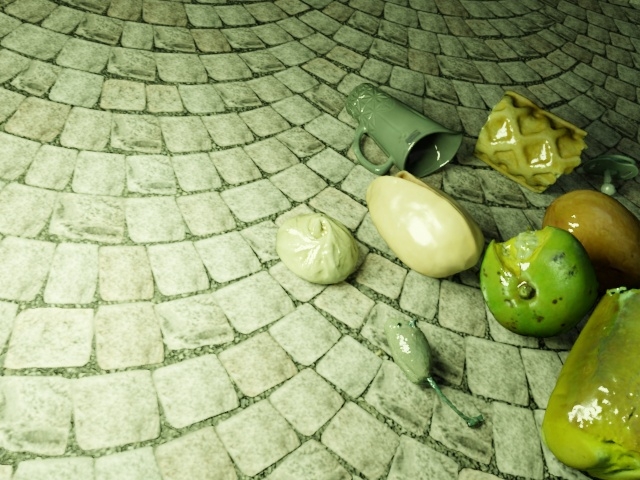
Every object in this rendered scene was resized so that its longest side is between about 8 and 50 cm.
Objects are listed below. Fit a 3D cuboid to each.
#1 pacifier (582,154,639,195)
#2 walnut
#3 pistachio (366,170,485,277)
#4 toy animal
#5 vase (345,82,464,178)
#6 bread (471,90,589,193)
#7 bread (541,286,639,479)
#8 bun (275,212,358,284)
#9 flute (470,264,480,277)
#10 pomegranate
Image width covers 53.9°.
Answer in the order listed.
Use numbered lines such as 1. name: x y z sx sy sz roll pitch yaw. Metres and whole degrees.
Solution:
1. pacifier: 0.811 -0.181 1.753 0.150 0.127 0.117 17 69 -12
2. walnut: 0.647 0.012 1.451 0.298 0.203 0.203 43 50 14
3. pistachio: 0.226 -0.039 1.368 0.187 0.188 0.299 -23 55 -33
4. toy animal: 0.203 0.244 1.182 0.079 0.070 0.253 -30 65 -19
5. vase: 0.182 -0.287 1.627 0.251 0.156 0.301 -36 57 -11
6. bread: 0.548 -0.260 1.669 0.252 0.238 0.196 31 84 5
7. bread: 0.559 0.257 1.122 0.251 0.208 0.377 18 60 38
8. bun: 0.000 0.000 1.317 0.183 0.102 0.183 11 44 -11
9. flute: 0.309 0.027 1.444 0.027 0.027 0.233 -29 62 -36
10. pomegranate: 0.456 0.071 1.324 0.235 0.236 0.302 29 26 10
